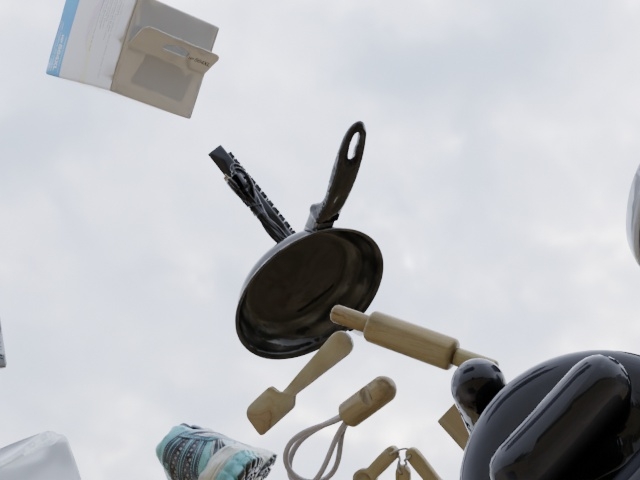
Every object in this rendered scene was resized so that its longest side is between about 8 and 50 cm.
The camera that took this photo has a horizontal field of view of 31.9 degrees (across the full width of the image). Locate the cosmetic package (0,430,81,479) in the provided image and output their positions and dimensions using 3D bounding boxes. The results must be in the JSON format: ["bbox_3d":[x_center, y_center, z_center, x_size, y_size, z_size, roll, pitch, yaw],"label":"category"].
[{"bbox_3d":[-0.164,0.204,0.320,0.224,0.224,0.138,-19,0,12],"label":"cosmetic package"}]

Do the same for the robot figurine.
[{"bbox_3d":[0.183,0.171,0.705,0.173,0.209,0.278,-11,-29,11],"label":"robot figurine"}]

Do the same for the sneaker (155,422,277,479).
[{"bbox_3d":[-0.131,0.271,1.363,0.122,0.110,0.283,32,-15,10],"label":"sneaker"}]

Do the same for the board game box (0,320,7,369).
[{"bbox_3d":[-0.488,0.031,1.385,0.193,0.305,0.053,-20,-15,32],"label":"board game box"}]

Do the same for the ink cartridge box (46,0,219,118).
[{"bbox_3d":[-0.168,-0.172,1.016,0.092,0.090,0.143,15,4,-42],"label":"ink cartridge box"}]

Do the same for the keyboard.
[{"bbox_3d":[-0.045,-0.006,1.491,0.033,0.317,0.201,-40,-14,2],"label":"keyboard"}]

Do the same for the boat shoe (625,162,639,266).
[{"bbox_3d":[0.341,-0.069,0.913,0.109,0.094,0.302,2,-48,-15],"label":"boat shoe"}]

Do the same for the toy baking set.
[{"bbox_3d":[0.046,0.159,1.011,0.256,0.030,0.197,23,-75,24],"label":"toy baking set"}]

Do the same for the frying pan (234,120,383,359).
[{"bbox_3d":[-0.025,0.015,1.268,0.197,0.053,0.326,-27,-42,-14],"label":"frying pan"}]
